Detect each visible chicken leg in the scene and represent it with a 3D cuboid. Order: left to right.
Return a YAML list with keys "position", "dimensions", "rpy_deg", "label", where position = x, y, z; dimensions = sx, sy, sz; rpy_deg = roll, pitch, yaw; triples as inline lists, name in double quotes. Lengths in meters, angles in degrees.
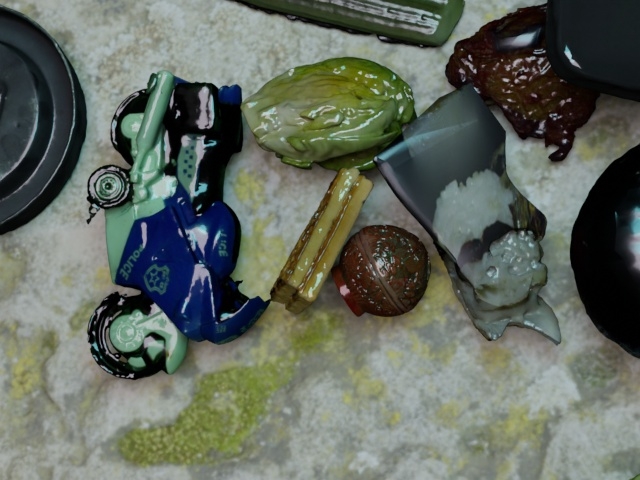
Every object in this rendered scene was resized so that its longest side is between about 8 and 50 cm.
- position: [0.292, -0.177, 1.298]
  dimensions: [0.322, 0.083, 0.177]
  rpy_deg: [-7, 87, 11]
  label: "chicken leg"

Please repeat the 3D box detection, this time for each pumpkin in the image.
- position: [0.357, 0.008, 1.204]
  dimensions: [0.233, 0.163, 0.233]
  rpy_deg: [-1, 81, 8]
  label: "pumpkin"

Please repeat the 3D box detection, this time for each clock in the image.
- position: [-0.404, -0.136, 1.423]
  dimensions: [0.281, 0.055, 0.280]
  rpy_deg: [-2, 79, 10]
  label: "clock"

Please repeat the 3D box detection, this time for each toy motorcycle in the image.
- position: [-0.146, -0.013, 1.326]
  dimensions: [0.196, 0.125, 0.331]
  rpy_deg: [4, 84, 9]
  label: "toy motorcycle"

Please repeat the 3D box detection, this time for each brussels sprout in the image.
- position: [0.012, -0.133, 1.324]
  dimensions: [0.181, 0.100, 0.139]
  rpy_deg: [-14, 52, 4]
  label: "brussels sprout"

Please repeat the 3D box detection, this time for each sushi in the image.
- position: [0.162, -0.011, 1.282]
  dimensions: [0.134, 0.109, 0.273]
  rpy_deg: [-34, 93, -11]
  label: "sushi"

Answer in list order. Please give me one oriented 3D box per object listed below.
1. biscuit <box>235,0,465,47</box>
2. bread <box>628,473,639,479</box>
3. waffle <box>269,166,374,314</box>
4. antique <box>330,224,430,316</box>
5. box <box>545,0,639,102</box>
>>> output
- position: [0.002, -0.291, 1.387]
  dimensions: [0.322, 0.038, 0.099]
  rpy_deg: [17, 80, 13]
  label: "biscuit"
- position: [0.332, 0.272, 1.187]
  dimensions: [0.129, 0.114, 0.111]
  rpy_deg: [-24, 69, -8]
  label: "bread"
- position: [0.000, 0.000, 1.290]
  dimensions: [0.042, 0.102, 0.148]
  rpy_deg: [29, 73, -3]
  label: "waffle"
- position: [0.067, 0.031, 1.284]
  dimensions: [0.104, 0.104, 0.104]
  rpy_deg: [-2, 80, 10]
  label: "antique"
- position: [0.363, -0.260, 1.233]
  dimensions: [0.289, 0.073, 0.290]
  rpy_deg: [10, 69, -11]
  label: "box"
